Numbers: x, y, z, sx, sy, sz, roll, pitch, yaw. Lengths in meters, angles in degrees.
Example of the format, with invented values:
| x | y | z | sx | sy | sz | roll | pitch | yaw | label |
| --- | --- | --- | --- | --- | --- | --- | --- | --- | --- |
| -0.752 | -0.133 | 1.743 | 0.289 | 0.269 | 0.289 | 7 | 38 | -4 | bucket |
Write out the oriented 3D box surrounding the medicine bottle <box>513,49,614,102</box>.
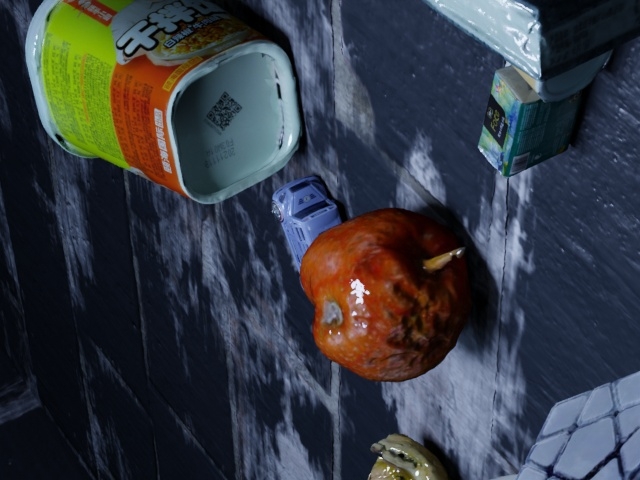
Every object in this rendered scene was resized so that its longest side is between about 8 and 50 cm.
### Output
| x | y | z | sx | sy | sz | roll | pitch | yaw | label |
| --- | --- | --- | --- | --- | --- | --- | --- | --- | --- |
| 0.125 | -0.312 | 1.760 | 0.426 | 0.108 | 0.108 | 51 | 153 | 27 | medicine bottle |

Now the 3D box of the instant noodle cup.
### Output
| x | y | z | sx | sy | sz | roll | pitch | yaw | label |
| --- | --- | --- | --- | --- | --- | --- | --- | --- | --- |
| -0.197 | -0.204 | 2.393 | 0.308 | 0.294 | 0.294 | 30 | 139 | 44 | instant noodle cup |

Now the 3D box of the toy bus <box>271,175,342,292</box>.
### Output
| x | y | z | sx | sy | sz | roll | pitch | yaw | label |
| --- | --- | --- | --- | --- | --- | --- | --- | --- | --- |
| 0.000 | 0.000 | 2.379 | 0.076 | 0.073 | 0.167 | 16 | 129 | 64 | toy bus |

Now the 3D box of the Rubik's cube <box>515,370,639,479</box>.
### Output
| x | y | z | sx | sy | sz | roll | pitch | yaw | label |
| --- | --- | --- | --- | --- | --- | --- | --- | --- | --- |
| 0.329 | 0.273 | 1.681 | 0.319 | 0.319 | 0.264 | 64 | -176 | 3 | Rubik's cube |

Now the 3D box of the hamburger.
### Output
| x | y | z | sx | sy | sz | roll | pitch | yaw | label |
| --- | --- | --- | --- | --- | --- | --- | --- | --- | --- |
| 0.141 | 0.359 | 2.402 | 0.155 | 0.135 | 0.207 | 16 | 114 | 42 | hamburger |

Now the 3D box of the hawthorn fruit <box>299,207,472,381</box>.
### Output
| x | y | z | sx | sy | sz | roll | pitch | yaw | label |
| --- | --- | --- | --- | --- | --- | --- | --- | --- | --- |
| 0.093 | 0.050 | 2.087 | 0.207 | 0.207 | 0.243 | 62 | 145 | 8 | hawthorn fruit |

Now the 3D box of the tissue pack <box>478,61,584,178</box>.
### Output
| x | y | z | sx | sy | sz | roll | pitch | yaw | label |
| --- | --- | --- | --- | --- | --- | --- | --- | --- | --- |
| 0.203 | -0.135 | 1.778 | 0.079 | 0.085 | 0.111 | 53 | 155 | 29 | tissue pack |

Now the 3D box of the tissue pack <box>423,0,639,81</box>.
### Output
| x | y | z | sx | sy | sz | roll | pitch | yaw | label |
| --- | --- | --- | --- | --- | --- | --- | --- | --- | --- |
| 0.215 | -0.234 | 1.429 | 0.185 | 0.257 | 0.081 | 42 | 150 | 41 | tissue pack |

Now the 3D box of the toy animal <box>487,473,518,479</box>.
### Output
| x | y | z | sx | sy | sz | roll | pitch | yaw | label |
| --- | --- | --- | --- | --- | --- | --- | --- | --- | --- |
| 0.263 | 0.462 | 2.121 | 0.367 | 0.196 | 0.241 | 71 | 164 | -10 | toy animal |
